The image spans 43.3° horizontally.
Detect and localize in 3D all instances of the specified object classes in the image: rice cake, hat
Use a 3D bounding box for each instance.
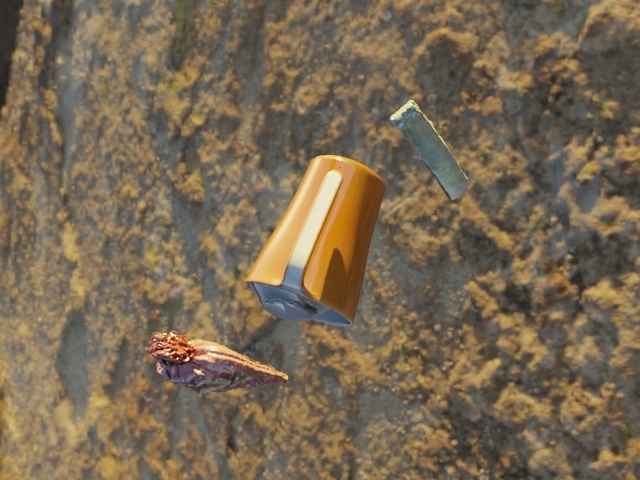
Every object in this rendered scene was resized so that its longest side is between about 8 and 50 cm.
[{"bbox_3d":[0.152,-0.121,1.098,0.043,0.211,0.034,-37,50,8],"label":"rice cake"},{"bbox_3d":[-0.226,0.254,1.582,0.237,0.286,0.107,-14,58,30],"label":"hat"}]

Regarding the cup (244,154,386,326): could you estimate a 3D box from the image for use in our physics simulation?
[{"bbox_3d":[0.000,0.000,1.265,0.226,0.182,0.264,77,-147,-73],"label":"cup"}]

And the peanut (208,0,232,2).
[{"bbox_3d":[-0.171,-0.423,1.133,0.214,0.099,0.099,61,139,23],"label":"peanut"}]
